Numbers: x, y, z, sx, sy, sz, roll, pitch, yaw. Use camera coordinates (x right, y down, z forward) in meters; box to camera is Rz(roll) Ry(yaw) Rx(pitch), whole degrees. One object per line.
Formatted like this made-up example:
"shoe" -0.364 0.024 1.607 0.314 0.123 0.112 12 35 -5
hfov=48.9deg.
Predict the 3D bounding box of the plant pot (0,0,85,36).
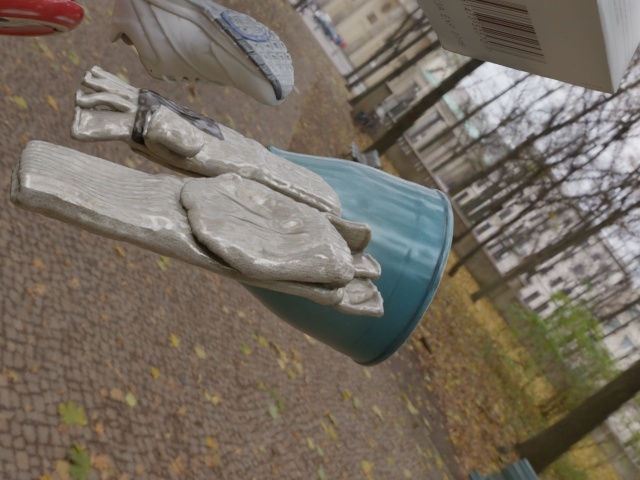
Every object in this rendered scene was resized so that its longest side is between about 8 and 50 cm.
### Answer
"plant pot" -0.371 -0.339 0.838 0.191 0.191 0.174 -48 138 -79

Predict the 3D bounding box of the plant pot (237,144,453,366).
"plant pot" 0.000 0.000 0.973 0.255 0.272 0.272 25 20 -15

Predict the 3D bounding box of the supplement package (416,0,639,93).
"supplement package" 0.125 -0.182 0.337 0.105 0.179 0.105 25 -1 30

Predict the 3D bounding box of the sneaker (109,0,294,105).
"sneaker" -0.155 -0.248 0.906 0.297 0.129 0.111 38 25 22

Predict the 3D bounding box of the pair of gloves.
"pair of gloves" -0.062 -0.039 0.428 0.204 0.042 0.240 21 18 -17
